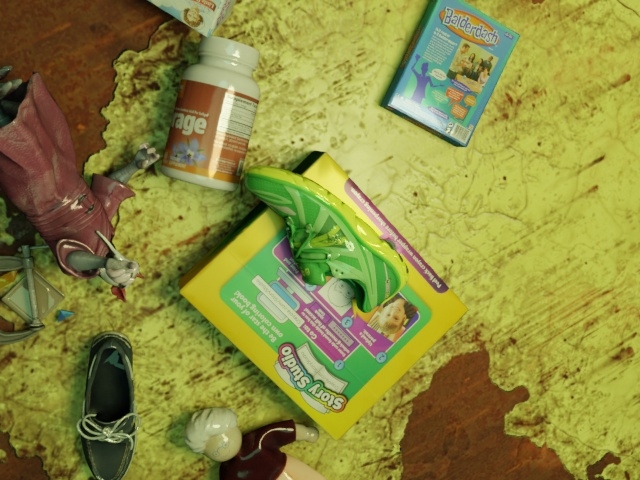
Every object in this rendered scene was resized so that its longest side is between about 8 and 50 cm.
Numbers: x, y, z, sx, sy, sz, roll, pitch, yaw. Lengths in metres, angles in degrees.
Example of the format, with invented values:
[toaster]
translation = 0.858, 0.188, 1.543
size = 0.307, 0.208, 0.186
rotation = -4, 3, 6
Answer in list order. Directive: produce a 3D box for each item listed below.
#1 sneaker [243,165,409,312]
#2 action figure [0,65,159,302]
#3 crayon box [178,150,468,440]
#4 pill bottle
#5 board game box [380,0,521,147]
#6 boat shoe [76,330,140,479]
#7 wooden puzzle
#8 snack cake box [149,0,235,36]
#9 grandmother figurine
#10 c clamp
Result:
[sneaker]
translation = 0.000, 0.000, 1.010
size = 0.295, 0.109, 0.123
rotation = 40, 84, -13
[action figure]
translation = -0.378, -0.047, 0.971
size = 0.276, 0.248, 0.370
rotation = -14, 121, 15
[crayon box]
translation = 0.007, 0.090, 1.136
size = 0.313, 0.106, 0.363
rotation = -44, 104, -3
[pill bottle]
translation = -0.161, -0.190, 1.047
size = 0.121, 0.121, 0.216
rotation = 13, 94, -15
[board game box]
translation = 0.217, -0.285, 1.159
size = 0.160, 0.047, 0.210
rotation = 26, 92, -15
[boat shoe]
translation = -0.333, 0.274, 1.096
size = 0.095, 0.079, 0.254
rotation = 6, 97, -14
[wooden puzzle]
translation = -0.447, 0.089, 1.078
size = 0.079, 0.014, 0.116
rotation = -38, 104, -1
[snack cake box]
translation = -0.229, -0.424, 0.956
size = 0.264, 0.089, 0.152
rotation = 31, 134, -6
[grandmother figurine]
translation = -0.083, 0.390, 1.164
size = 0.342, 0.104, 0.207
rotation = 41, 79, -18
[c clamp]
translation = -0.460, 0.082, 1.055
size = 0.137, 0.022, 0.160
rotation = 0, 100, -10
